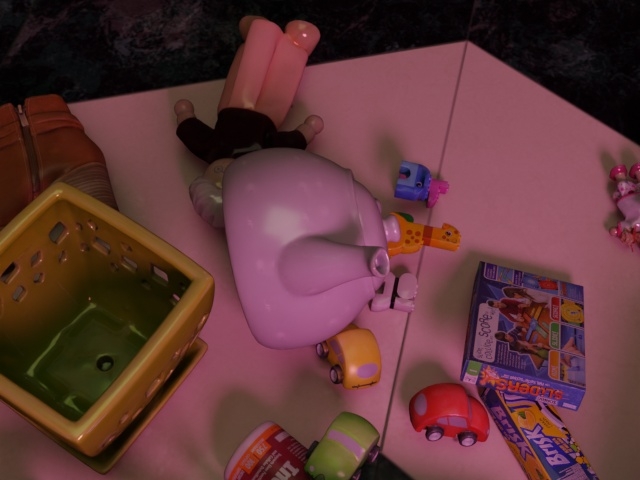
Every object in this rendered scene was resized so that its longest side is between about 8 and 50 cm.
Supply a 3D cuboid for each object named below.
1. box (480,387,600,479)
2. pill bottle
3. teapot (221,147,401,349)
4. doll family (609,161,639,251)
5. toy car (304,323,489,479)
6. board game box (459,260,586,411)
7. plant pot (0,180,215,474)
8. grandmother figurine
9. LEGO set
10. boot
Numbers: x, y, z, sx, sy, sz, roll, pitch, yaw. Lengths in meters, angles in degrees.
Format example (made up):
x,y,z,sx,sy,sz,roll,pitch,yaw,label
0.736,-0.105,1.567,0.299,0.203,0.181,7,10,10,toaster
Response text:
x,y,z,sx,sy,sz,roll,pitch,yaw,label
0.253,0.232,1.037,0.054,0.059,0.169,-20,62,-15,box
-0.025,0.275,0.988,0.152,0.086,0.086,35,65,17,pill bottle
0.000,0.000,1.049,0.187,0.252,0.256,-12,57,3,teapot
0.515,-0.056,1.177,0.263,0.118,0.163,-8,61,-6,doll family
0.062,0.193,1.012,0.239,0.053,0.225,31,39,16,toy car
0.245,0.108,1.076,0.136,0.035,0.201,14,35,7,board game box
-0.263,0.111,1.007,0.228,0.207,0.227,31,63,15,plant pot
-0.105,-0.162,1.235,0.207,0.104,0.342,2,57,15,grandmother figurine
0.134,-0.016,1.162,0.093,0.087,0.227,12,61,5,LEGO set
-0.422,-0.078,1.166,0.283,0.109,0.220,-22,64,-16,boot
